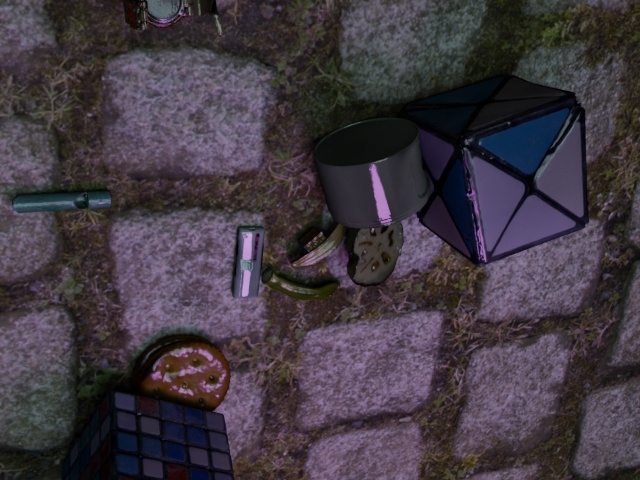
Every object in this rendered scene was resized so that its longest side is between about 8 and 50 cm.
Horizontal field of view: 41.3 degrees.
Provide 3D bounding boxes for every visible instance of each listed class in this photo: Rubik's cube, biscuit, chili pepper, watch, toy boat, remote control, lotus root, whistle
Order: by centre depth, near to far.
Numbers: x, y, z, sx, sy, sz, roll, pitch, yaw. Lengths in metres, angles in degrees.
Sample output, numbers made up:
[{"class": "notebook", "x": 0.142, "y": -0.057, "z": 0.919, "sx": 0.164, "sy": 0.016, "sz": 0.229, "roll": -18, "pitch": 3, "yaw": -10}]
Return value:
[{"class": "watch", "x": -0.262, "y": -0.405, "z": 1.496, "sx": 0.164, "sy": 0.268, "sz": 0.102, "roll": -6, "pitch": 116, "yaw": -10}, {"class": "whistle", "x": -0.507, "y": -0.077, "z": 1.671, "sx": 0.186, "sy": 0.039, "sz": 0.039, "roll": -4, "pitch": 114, "yaw": -21}, {"class": "Rubik's cube", "x": -0.374, "y": 0.538, "z": 1.825, "sx": 0.293, "sy": 0.287, "sz": 0.292, "roll": 22, "pitch": 121, "yaw": -30}, {"class": "Rubik's cube", "x": 0.375, "y": -0.164, "z": 1.850, "sx": 0.305, "sy": 0.307, "sz": 0.310, "roll": -17, "pitch": 117, "yaw": -13}, {"class": "remote control", "x": -0.157, "y": 0.050, "z": 1.884, "sx": 0.065, "sy": 0.029, "sz": 0.166, "roll": -1, "pitch": 113, "yaw": -22}, {"class": "toy boat", "x": 0.000, "y": 0.000, "z": 1.912, "sx": 0.172, "sy": 0.065, "sz": 0.066, "roll": -43, "pitch": 102, "yaw": -5}, {"class": "biscuit", "x": -0.313, "y": 0.315, "z": 1.915, "sx": 0.220, "sy": 0.066, "sz": 0.221, "roll": -9, "pitch": 116, "yaw": -19}, {"class": "lotus root", "x": 0.106, "y": 0.011, "z": 1.937, "sx": 0.203, "sy": 0.078, "sz": 0.183, "roll": 15, "pitch": 93, "yaw": -56}, {"class": "chili pepper", "x": -0.043, "y": 0.108, "z": 1.952, "sx": 0.201, "sy": 0.050, "sz": 0.052, "roll": 14, "pitch": 143, "yaw": -29}]

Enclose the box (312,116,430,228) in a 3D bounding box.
[{"class": "box", "x": 0.110, "y": -0.146, "z": 1.794, "sx": 0.226, "sy": 0.226, "sz": 0.149, "roll": -23, "pitch": 120, "yaw": -12}]
